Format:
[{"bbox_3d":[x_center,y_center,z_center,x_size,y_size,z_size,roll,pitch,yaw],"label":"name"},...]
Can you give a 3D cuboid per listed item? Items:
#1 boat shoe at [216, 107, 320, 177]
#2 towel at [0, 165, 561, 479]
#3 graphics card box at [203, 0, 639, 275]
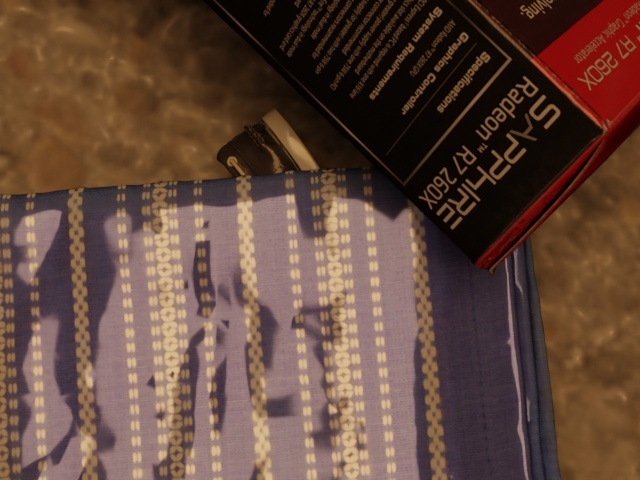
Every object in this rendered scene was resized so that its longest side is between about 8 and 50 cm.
[{"bbox_3d":[0.000,0.000,0.551,0.038,0.046,0.125,-35,92,1],"label":"boat shoe"},{"bbox_3d":[-0.070,0.093,0.497,0.336,0.040,0.243,-4,81,0],"label":"towel"},{"bbox_3d":[0.012,-0.187,0.525,0.371,0.094,0.233,44,45,7],"label":"graphics card box"}]
